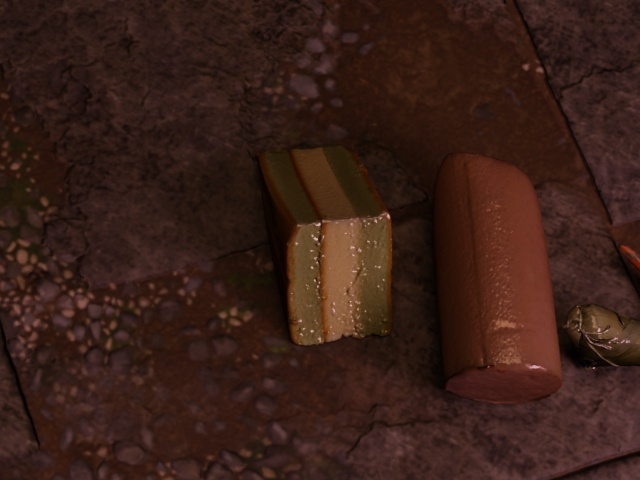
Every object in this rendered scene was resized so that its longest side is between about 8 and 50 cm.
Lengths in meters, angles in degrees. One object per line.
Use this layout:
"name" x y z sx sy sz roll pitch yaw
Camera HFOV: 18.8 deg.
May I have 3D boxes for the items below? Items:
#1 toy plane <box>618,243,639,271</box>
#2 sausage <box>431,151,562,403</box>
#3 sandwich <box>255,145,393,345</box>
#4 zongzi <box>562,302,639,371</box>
"toy plane" 0.387 0.075 2.082 0.135 0.062 0.188 -36 62 -24
"sausage" 0.180 0.038 2.018 0.123 0.123 0.253 2 65 -10
"sandwich" 0.000 0.000 2.064 0.117 0.144 0.187 -5 29 -13
"zongzi" 0.317 0.097 2.003 0.119 0.109 0.055 -1 67 19
